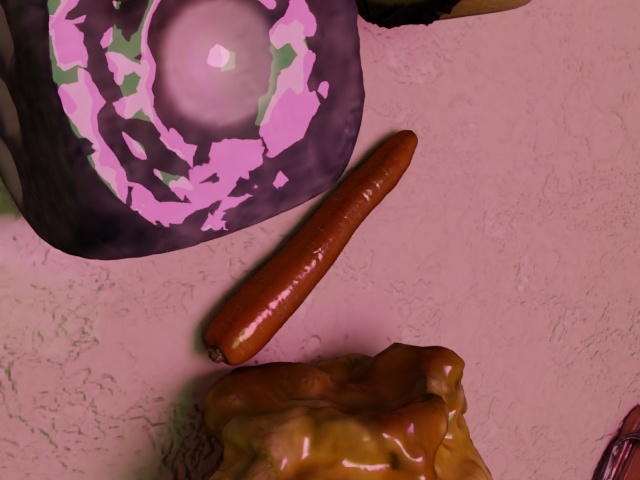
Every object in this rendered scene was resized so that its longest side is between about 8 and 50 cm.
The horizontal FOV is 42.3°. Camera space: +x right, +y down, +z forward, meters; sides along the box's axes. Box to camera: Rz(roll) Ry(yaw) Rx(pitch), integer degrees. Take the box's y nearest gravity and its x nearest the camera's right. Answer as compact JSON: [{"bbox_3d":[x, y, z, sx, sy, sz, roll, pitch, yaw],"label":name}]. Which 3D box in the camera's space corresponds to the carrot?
[{"bbox_3d":[0.000,0.000,0.634,0.248,0.043,0.043,-48,120,-19],"label":"carrot"}]

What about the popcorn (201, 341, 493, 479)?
[{"bbox_3d":[0.021,0.177,0.587,0.237,0.206,0.251,29,70,-20],"label":"popcorn"}]

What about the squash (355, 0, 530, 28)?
[{"bbox_3d":[0.093,-0.253,0.548,0.133,0.220,0.220,-9,103,-28],"label":"squash"}]

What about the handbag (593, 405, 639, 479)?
[{"bbox_3d":[0.365,0.285,0.903,0.151,0.072,0.193,31,82,-33],"label":"handbag"}]

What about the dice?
[{"bbox_3d":[-0.095,-0.101,0.470,0.181,0.183,0.182,-22,110,-31],"label":"dice"}]
